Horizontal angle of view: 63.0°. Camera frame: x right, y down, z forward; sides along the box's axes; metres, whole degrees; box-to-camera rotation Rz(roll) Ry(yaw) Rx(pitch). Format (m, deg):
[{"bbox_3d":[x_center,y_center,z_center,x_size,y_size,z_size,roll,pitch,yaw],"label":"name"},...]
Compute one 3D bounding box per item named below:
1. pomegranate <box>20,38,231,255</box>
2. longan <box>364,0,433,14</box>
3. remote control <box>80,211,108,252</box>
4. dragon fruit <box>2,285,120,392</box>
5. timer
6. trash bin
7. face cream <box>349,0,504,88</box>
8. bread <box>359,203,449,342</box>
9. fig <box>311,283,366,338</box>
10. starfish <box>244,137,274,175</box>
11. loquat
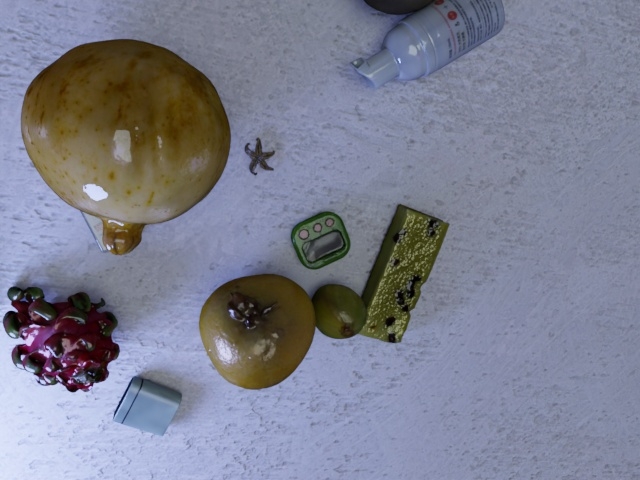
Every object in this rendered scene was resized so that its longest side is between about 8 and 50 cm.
[{"bbox_3d":[-0.368,-0.175,1.022,0.410,0.410,0.410,-3,102,-13],"label":"pomegranate"},{"bbox_3d":[0.174,-0.629,1.143,0.248,0.248,0.248,-3,102,-13],"label":"longan"},{"bbox_3d":[-0.499,-0.072,1.191,0.087,0.029,0.190,-25,106,-8],"label":"remote control"},{"bbox_3d":[-0.579,0.212,1.148,0.272,0.198,0.218,19,105,-16],"label":"dragon fruit"},{"bbox_3d":[0.000,0.000,1.320,0.140,0.047,0.128,-24,105,-8],"label":"timer"},{"bbox_3d":[-0.429,0.413,1.298,0.130,0.059,0.116,27,96,-18],"label":"trash bin"},{"bbox_3d":[0.237,-0.463,1.230,0.369,0.145,0.145,-31,107,-4],"label":"face cream"},{"bbox_3d":[0.207,0.097,1.374,0.138,0.077,0.361,19,97,-16],"label":"bread"},{"bbox_3d":[0.045,0.180,1.328,0.120,0.153,0.136,-34,132,-48],"label":"fig"},{"bbox_3d":[-0.146,-0.196,1.253,0.078,0.028,0.091,-48,113,-3],"label":"starfish"},{"bbox_3d":[-0.148,0.199,1.208,0.274,0.275,0.275,-3,102,-13],"label":"loquat"}]
